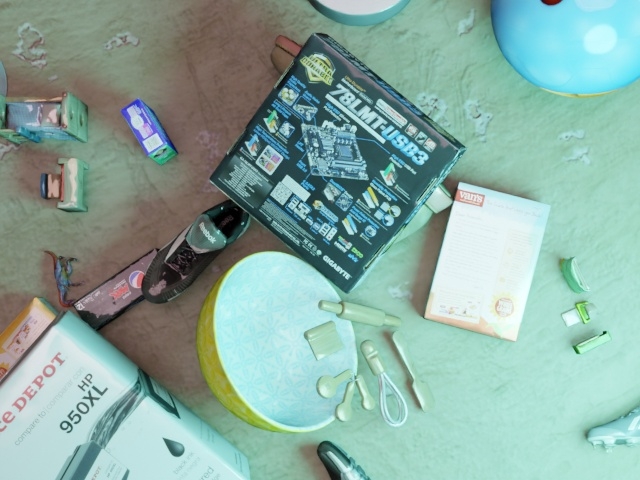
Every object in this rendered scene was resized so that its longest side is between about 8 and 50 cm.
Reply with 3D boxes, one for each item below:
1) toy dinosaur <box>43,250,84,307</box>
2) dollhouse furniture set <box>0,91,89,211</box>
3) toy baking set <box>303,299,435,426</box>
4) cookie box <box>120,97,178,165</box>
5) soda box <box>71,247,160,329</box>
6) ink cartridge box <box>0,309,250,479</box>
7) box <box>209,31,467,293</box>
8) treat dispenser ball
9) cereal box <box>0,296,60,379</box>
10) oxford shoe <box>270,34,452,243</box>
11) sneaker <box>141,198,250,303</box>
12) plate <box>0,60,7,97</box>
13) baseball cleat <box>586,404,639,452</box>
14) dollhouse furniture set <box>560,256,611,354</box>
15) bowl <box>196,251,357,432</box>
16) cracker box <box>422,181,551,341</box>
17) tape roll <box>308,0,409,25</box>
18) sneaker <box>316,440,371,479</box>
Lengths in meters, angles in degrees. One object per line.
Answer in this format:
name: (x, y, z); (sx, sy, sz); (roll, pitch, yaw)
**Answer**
toy dinosaur: (-0.432, 0.069, 1.858); (0.090, 0.047, 0.082); (19, 96, 37)
dollhouse furniture set: (-0.463, -0.144, 1.820); (0.129, 0.129, 0.184); (-1, 85, 3)
toy baking set: (0.077, 0.199, 1.772); (0.256, 0.030, 0.197); (10, 71, -34)
cookie box: (-0.282, -0.179, 1.826); (0.040, 0.107, 0.092); (-32, 84, 1)
soda box: (-0.325, 0.082, 1.833); (0.169, 0.053, 0.060); (-34, 86, 0)
ink cartridge box: (-0.348, 0.344, 1.718); (0.395, 0.166, 0.285); (41, 89, -8)
box: (0.023, -0.119, 1.711); (0.295, 0.073, 0.293); (39, 107, 7)
treat dispenser ball: (0.411, -0.368, 1.717); (0.288, 0.288, 0.288); (0, 85, 3)
cereal box: (-0.441, 0.236, 1.829); (0.240, 0.047, 0.173); (44, 89, 4)
oxford shoe: (0.035, -0.167, 1.798); (0.146, 0.140, 0.397); (-43, 80, 11)
sneaker: (-0.198, 0.007, 1.774); (0.078, 0.106, 0.234); (46, 69, 1)
plate: (-0.634, -0.265, 1.891); (0.188, 0.024, 0.188); (0, 86, 3)
baseball cleat: (0.527, 0.280, 1.779); (0.205, 0.072, 0.109); (-4, 71, -2)
dollhouse furniture set: (0.411, 0.105, 1.786); (0.058, 0.076, 0.152); (-24, 85, 0)
bowl: (-0.097, 0.175, 1.748); (0.156, 0.289, 0.289); (-24, 83, 44)
cracker box: (0.271, 0.036, 1.802); (0.155, 0.067, 0.232); (15, 87, 3)
tape roll: (0.066, -0.476, 1.851); (0.219, 0.072, 0.219); (0, 85, 2)
sneaker: (0.042, 0.443, 1.773); (0.132, 0.086, 0.229); (-42, 86, 1)
